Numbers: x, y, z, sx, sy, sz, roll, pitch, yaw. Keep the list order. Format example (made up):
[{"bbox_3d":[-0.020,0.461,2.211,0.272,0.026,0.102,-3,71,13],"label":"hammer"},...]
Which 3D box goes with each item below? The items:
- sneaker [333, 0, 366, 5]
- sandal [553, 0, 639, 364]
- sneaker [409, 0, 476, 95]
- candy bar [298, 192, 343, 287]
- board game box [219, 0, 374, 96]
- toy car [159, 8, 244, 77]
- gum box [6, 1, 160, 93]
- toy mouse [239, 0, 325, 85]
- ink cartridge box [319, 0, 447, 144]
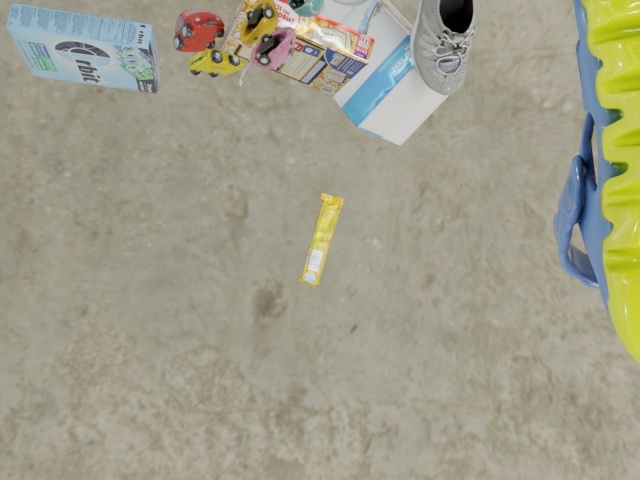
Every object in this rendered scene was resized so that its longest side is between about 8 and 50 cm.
[{"bbox_3d":[0.024,-0.541,1.258,0.210,0.365,0.137,-34,51,24],"label":"sneaker"},{"bbox_3d":[0.191,-0.085,0.457,0.126,0.138,0.318,5,90,-2],"label":"sandal"},{"bbox_3d":[0.216,-0.360,1.358,0.105,0.115,0.281,-16,136,-2],"label":"sneaker"},{"bbox_3d":[0.000,0.000,1.319,0.040,0.018,0.162,17,85,-12],"label":"candy bar"},{"bbox_3d":[-0.038,-0.286,1.146,0.193,0.147,0.045,20,75,-16],"label":"board game box"},{"bbox_3d":[-0.248,-0.300,1.246,0.224,0.239,0.053,-14,85,3],"label":"toy car"},{"bbox_3d":[-0.325,-0.266,1.098,0.184,0.157,0.041,8,77,-6],"label":"gum box"},{"bbox_3d":[-0.036,-0.241,0.875,0.143,0.031,0.161,2,64,45],"label":"toy mouse"},{"bbox_3d":[0.110,-0.372,1.610,0.197,0.198,0.270,-46,66,20],"label":"ink cartridge box"}]
